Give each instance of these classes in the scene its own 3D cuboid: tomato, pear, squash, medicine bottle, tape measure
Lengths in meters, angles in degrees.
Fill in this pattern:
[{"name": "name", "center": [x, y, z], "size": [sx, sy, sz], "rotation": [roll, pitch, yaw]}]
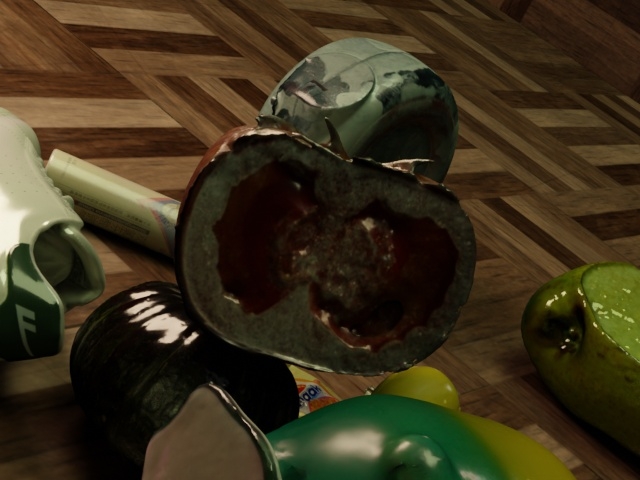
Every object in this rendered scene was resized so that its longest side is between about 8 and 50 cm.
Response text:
[{"name": "tomato", "center": [0.000, 0.000, 1.023], "size": [0.214, 0.180, 0.155], "rotation": [23, 7, -5]}, {"name": "pear", "center": [0.349, 0.149, 1.526], "size": [0.255, 0.164, 0.238], "rotation": [20, 34, -6]}, {"name": "squash", "center": [-0.107, 0.115, 1.079], "size": [0.193, 0.156, 0.193], "rotation": [29, 28, -17]}, {"name": "medicine bottle", "center": [-0.179, -0.023, 1.409], "size": [0.231, 0.059, 0.059], "rotation": [23, 23, -10]}, {"name": "tape measure", "center": [0.028, -0.104, 1.560], "size": [0.147, 0.256, 0.275], "rotation": [38, 30, 31]}]

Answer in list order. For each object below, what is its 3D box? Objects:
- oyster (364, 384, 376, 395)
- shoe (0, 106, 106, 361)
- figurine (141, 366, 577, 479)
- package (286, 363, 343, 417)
[{"name": "oyster", "center": [0.126, 0.205, 1.261], "size": [0.209, 0.072, 0.133], "rotation": [26, 10, 2]}, {"name": "shoe", "center": [-0.256, -0.012, 1.173], "size": [0.160, 0.131, 0.363], "rotation": [8, 28, -3]}, {"name": "figurine", "center": [0.058, 0.215, 0.956], "size": [0.340, 0.231, 0.323], "rotation": [10, 44, -36]}, {"name": "package", "center": [-0.009, 0.156, 1.256], "size": [0.121, 0.031, 0.108], "rotation": [34, 21, 14]}]
